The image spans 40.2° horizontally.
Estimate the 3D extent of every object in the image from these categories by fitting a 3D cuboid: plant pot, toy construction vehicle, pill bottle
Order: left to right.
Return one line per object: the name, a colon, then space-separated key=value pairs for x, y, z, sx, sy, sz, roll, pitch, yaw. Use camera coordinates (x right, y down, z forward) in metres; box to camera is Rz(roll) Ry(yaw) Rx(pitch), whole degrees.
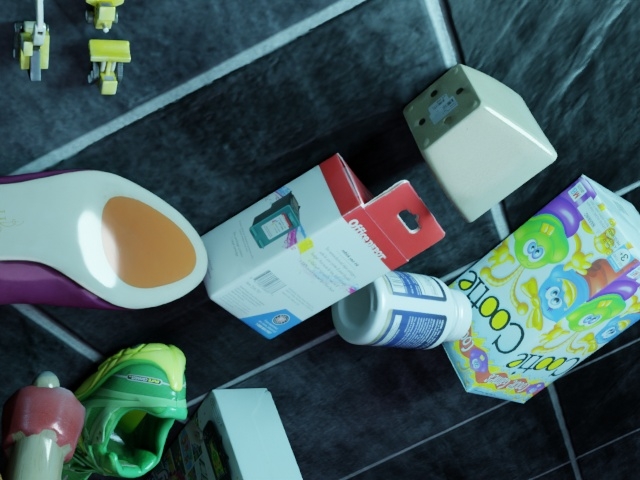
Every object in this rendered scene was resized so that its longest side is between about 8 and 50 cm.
toy construction vehicle: x=-0.184 y=-0.150 z=0.658 sx=0.086 sy=0.035 sz=0.098 roll=-3 pitch=140 yaw=-27
pill bottle: x=0.105 y=0.087 z=1.081 sx=0.169 sy=0.094 sz=0.094 roll=10 pitch=133 yaw=-37
plant pot: x=0.144 y=-0.105 z=0.851 sx=0.109 sy=0.109 sz=0.096 roll=-38 pitch=129 yaw=21

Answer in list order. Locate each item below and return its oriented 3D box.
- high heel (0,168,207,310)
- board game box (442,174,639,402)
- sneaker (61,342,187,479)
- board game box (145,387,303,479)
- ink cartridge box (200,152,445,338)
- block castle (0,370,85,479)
high heel: x=-0.285 y=0.004 z=0.781 sx=0.181 sy=0.127 sz=0.377 roll=-14 pitch=159 yaw=39
board game box: x=0.298 y=0.072 z=1.127 sx=0.144 sy=0.142 sz=0.275 roll=18 pitch=128 yaw=-43
sneaker: x=-0.263 y=0.238 z=1.046 sx=0.109 sy=0.123 sz=0.295 roll=16 pitch=131 yaw=-42
board game box: x=-0.143 y=0.382 z=1.218 sx=0.098 sy=0.224 sz=0.303 roll=5 pitch=136 yaw=-36
ink cartridge box: x=0.000 y=0.000 z=0.921 sx=0.231 sy=0.078 sz=0.134 roll=-30 pitch=145 yaw=10
block castle: x=-0.459 y=0.312 z=0.953 sx=0.303 sy=0.213 sz=0.453 roll=18 pitch=124 yaw=-21
